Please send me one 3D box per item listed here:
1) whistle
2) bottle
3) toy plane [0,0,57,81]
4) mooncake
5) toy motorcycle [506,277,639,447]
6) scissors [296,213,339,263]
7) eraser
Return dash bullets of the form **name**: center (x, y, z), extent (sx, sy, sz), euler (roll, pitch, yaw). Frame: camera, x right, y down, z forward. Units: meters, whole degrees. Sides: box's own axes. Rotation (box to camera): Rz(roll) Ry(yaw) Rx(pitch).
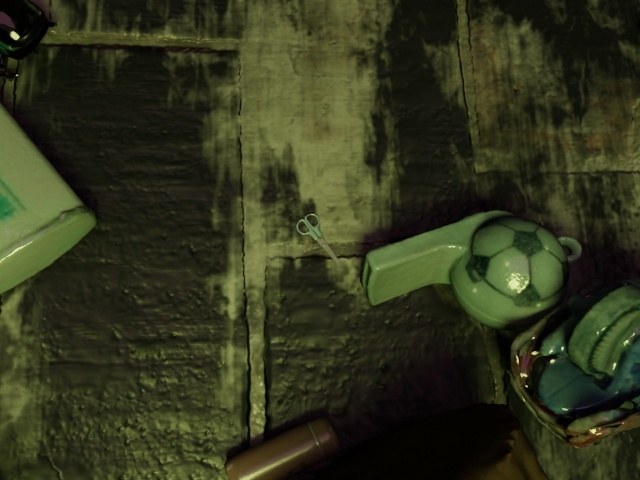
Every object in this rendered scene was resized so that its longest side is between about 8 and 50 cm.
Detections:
- **whistle**: center (0.213, 0.052, 0.757), extent (0.290, 0.163, 0.163), euler (-19, 81, -10)
- **bottle**: center (-0.047, 0.269, 0.721), extent (0.140, 0.053, 0.053), euler (-22, 81, -12)
- **toy plane**: center (-0.486, -0.327, 0.748), extent (0.382, 0.155, 0.106), euler (27, 75, 16)
- **mooncake**: center (0.101, 0.321, 0.596), extent (0.324, 0.324, 0.187), euler (-28, 87, -13)
- **toy motorcycle**: center (0.369, 0.139, 0.719), extent (0.319, 0.241, 0.182), euler (-1, 58, -33)
- **scissors**: center (0.000, 0.000, 0.812), extent (0.036, 0.006, 0.083), euler (-36, 85, -12)
- **eraser**: center (-0.445, -0.081, 0.721), extent (0.189, 0.104, 0.290), euler (-40, 85, -10)
